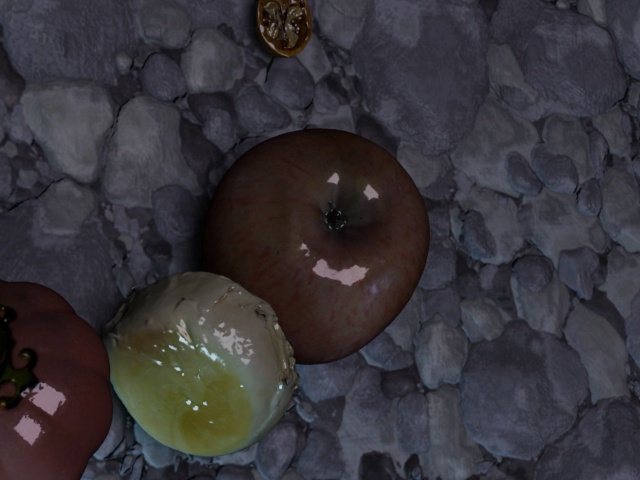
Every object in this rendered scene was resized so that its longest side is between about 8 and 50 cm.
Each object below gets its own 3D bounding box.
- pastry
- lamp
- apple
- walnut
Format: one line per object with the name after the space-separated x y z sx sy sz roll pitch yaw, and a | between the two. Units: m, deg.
-0.156 0.159 1.809 0.265 0.265 0.133 51 41 -16 | pastry
-0.392 0.196 1.652 0.305 0.240 0.305 -2 59 4 | lamp
0.000 0.000 1.919 0.344 0.269 0.345 6 79 -31 | apple
-0.063 -0.324 2.061 0.091 0.052 0.121 6 77 -31 | walnut
